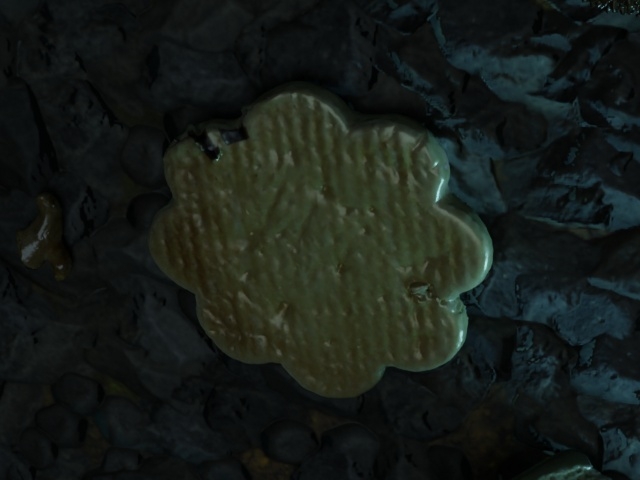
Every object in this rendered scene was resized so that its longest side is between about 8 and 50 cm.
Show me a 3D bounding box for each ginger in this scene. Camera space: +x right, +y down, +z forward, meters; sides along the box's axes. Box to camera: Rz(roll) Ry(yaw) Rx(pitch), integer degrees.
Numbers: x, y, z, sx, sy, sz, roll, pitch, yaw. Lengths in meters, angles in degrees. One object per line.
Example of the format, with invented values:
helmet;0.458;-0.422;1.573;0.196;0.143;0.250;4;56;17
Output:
ginger;-0.263;-0.004;1.453;0.048;0.030;0.097;-11;121;-9

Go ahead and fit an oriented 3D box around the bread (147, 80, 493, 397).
bread;0.000;0.000;1.360;0.316;0.054;0.316;7;119;13

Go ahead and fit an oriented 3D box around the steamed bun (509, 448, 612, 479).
steamed bun;0.176;0.329;1.417;0.170;0.200;0.225;50;136;14

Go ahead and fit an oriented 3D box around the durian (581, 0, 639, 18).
durian;0.244;-0.205;1.187;0.130;0.052;0.066;-8;77;18
